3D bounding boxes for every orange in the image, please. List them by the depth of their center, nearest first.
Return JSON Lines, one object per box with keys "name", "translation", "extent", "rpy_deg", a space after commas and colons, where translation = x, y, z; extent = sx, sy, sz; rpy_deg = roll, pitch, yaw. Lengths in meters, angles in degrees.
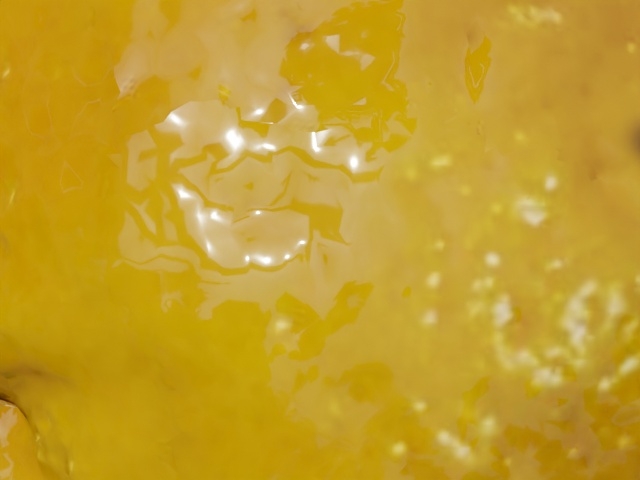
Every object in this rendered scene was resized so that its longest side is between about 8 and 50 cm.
{"name": "orange", "translation": [0.000, 0.000, 0.630], "extent": [0.293, 0.340, 0.341], "rpy_deg": [-7, 90, -30]}
